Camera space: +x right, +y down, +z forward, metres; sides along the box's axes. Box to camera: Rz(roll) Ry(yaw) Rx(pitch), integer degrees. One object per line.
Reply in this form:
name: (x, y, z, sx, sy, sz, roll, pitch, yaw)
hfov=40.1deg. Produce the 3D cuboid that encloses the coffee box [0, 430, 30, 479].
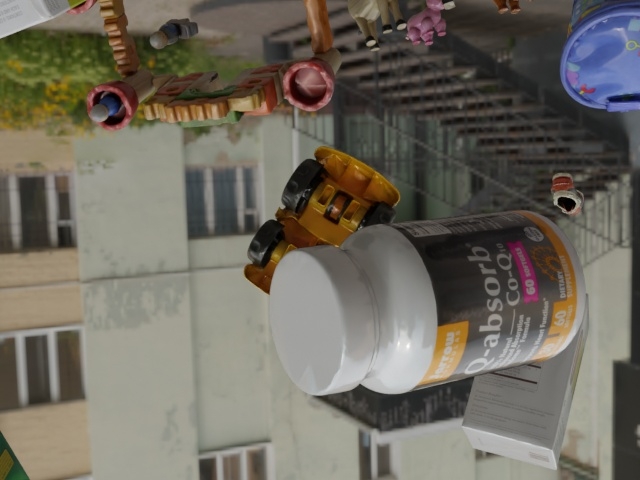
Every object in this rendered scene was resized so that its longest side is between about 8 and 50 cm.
coffee box: (-0.314, 0.270, 0.834, 0.041, 0.184, 0.113, -11, -151, 15)

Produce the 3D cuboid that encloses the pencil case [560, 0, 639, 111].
pencil case: (0.320, -0.250, 0.896, 0.119, 0.133, 0.306, -1, -139, 24)

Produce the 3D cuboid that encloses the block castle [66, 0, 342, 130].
block castle: (-0.205, -0.350, 1.477, 0.454, 0.302, 0.213, -3, -153, 16)

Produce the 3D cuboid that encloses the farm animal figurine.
farm animal figurine: (0.207, -0.483, 1.516, 0.331, 0.172, 0.327, -14, 170, -1)

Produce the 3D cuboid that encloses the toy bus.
toy bus: (0.000, 0.000, 1.262, 0.149, 0.220, 0.211, 32, 173, 4)

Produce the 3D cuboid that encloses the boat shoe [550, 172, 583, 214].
boat shoe: (0.426, -0.070, 1.513, 0.049, 0.043, 0.137, -8, 156, 21)

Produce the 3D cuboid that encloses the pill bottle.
pill bottle: (0.103, 0.059, 0.840, 0.279, 0.162, 0.162, -7, -172, -31)

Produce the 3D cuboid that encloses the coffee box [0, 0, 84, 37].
coffee box: (-0.466, -0.459, 1.179, 0.338, 0.338, 0.334, -10, -154, 27)

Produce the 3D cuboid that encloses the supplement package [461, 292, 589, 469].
supplement package: (0.317, 0.200, 1.330, 0.134, 0.244, 0.139, 11, 158, 22)
